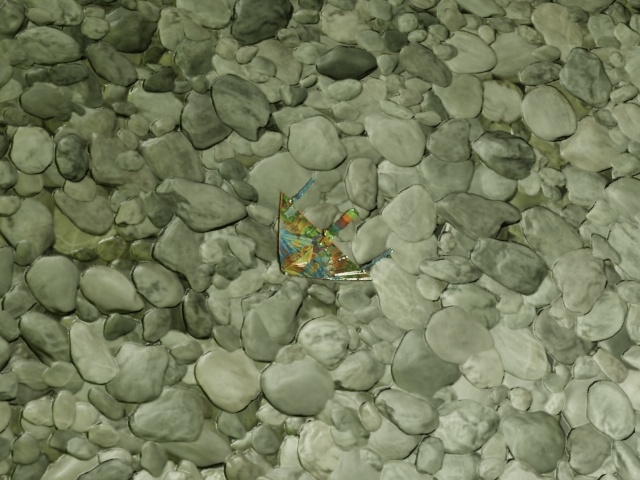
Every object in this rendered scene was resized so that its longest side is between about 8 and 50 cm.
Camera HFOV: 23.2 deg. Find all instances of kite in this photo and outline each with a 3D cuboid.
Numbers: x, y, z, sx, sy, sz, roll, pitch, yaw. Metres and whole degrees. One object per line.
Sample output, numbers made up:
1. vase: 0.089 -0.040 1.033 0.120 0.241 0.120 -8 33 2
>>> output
1. kite: 0.000 0.000 2.167 0.183 0.010 0.160 43 57 12
